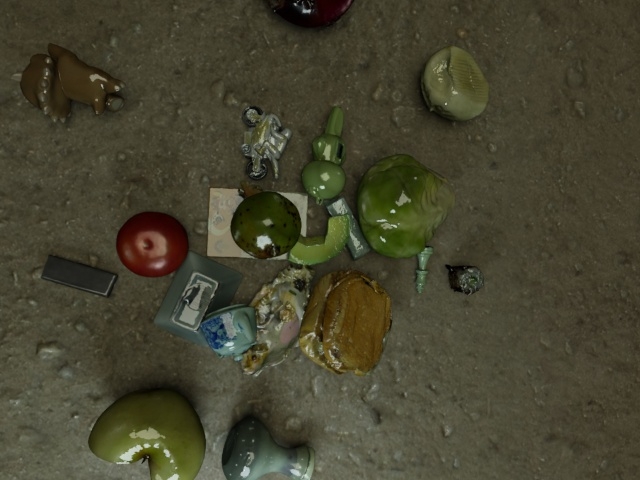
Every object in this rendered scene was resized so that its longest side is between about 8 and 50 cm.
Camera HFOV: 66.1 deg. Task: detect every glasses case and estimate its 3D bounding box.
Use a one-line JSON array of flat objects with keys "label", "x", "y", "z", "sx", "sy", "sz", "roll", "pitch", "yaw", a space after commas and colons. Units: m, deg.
[{"label": "glasses case", "x": -0.677, "y": 0.101, "z": 1.386, "sx": 0.190, "sy": 0.042, "sz": 0.072, "roll": 18, "pitch": 81, "yaw": -8}]

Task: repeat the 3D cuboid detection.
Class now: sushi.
[{"label": "sushi", "x": 0.450, "y": 0.114, "z": 1.529, "sx": 0.094, "sy": 0.084, "sz": 0.098, "roll": -16, "pitch": 96, "yaw": -10}]

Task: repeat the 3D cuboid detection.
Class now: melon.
[{"label": "melon", "x": 0.000, "y": 0.000, "z": 1.433, "sx": 0.209, "sy": 0.064, "sz": 0.118, "roll": -18, "pitch": 101, "yaw": 10}]

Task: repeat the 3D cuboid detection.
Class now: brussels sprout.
[{"label": "brussels sprout", "x": 0.237, "y": -0.109, "z": 1.414, "sx": 0.316, "sy": 0.242, "sz": 0.274, "roll": -43, "pitch": 104, "yaw": -12}]

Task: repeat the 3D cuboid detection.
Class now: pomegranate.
[{"label": "pomegranate", "x": -0.170, "y": -0.061, "z": 1.369, "sx": 0.198, "sy": 0.198, "sz": 0.246, "roll": -43, "pitch": 84, "yaw": -5}]

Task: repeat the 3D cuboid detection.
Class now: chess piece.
[{"label": "chess piece", "x": 0.317, "y": 0.090, "z": 1.526, "sx": 0.059, "sy": 0.059, "sz": 0.149, "roll": 2, "pitch": 96, "yaw": -8}]

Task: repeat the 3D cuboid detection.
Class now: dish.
[{"label": "dish", "x": -0.355, "y": 0.173, "z": 1.416, "sx": 0.182, "sy": 0.080, "sz": 0.243, "roll": 25, "pitch": 86, "yaw": -8}]

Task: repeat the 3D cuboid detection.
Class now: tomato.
[{"label": "tomato", "x": -0.467, "y": 0.011, "z": 1.367, "sx": 0.195, "sy": 0.136, "sz": 0.195, "roll": 0, "pitch": 92, "yaw": -8}]

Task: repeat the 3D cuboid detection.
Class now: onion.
[{"label": "onion", "x": -0.029, "y": -0.762, "z": 1.386, "sx": 0.314, "sy": 0.232, "sz": 0.314, "roll": -1, "pitch": 115, "yaw": -1}]

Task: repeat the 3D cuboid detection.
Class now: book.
[{"label": "book", "x": -0.187, "y": -0.048, "z": 1.467, "sx": 0.295, "sy": 0.020, "sz": 0.208, "roll": 2, "pitch": 90, "yaw": -9}]

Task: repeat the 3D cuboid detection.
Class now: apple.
[{"label": "apple", "x": -0.436, "y": 0.524, "z": 1.320, "sx": 0.233, "sy": 0.258, "sz": 0.295, "roll": -39, "pitch": 99, "yaw": -7}]

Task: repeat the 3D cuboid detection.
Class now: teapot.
[{"label": "teapot", "x": -0.245, "y": 0.264, "z": 1.360, "sx": 0.159, "sy": 0.232, "sz": 0.159, "roll": 16, "pitch": 59, "yaw": -29}, {"label": "teapot", "x": -0.149, "y": 0.623, "z": 1.417, "sx": 0.251, "sy": 0.183, "sz": 0.183, "roll": 23, "pitch": 88, "yaw": -20}]

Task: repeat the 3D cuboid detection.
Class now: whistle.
[{"label": "whistle", "x": 0.010, "y": -0.246, "z": 1.455, "sx": 0.141, "sy": 0.141, "sz": 0.294, "roll": 4, "pitch": 71, "yaw": -8}]

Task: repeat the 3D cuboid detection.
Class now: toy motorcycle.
[{"label": "toy motorcycle", "x": -0.155, "y": -0.288, "z": 1.441, "sx": 0.151, "sy": 0.074, "sz": 0.229, "roll": -5, "pitch": 82, "yaw": -3}]

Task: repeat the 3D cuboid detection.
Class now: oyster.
[{"label": "oyster", "x": -0.119, "y": 0.232, "z": 1.448, "sx": 0.201, "sy": 0.107, "sz": 0.354, "roll": 41, "pitch": 92, "yaw": 25}]

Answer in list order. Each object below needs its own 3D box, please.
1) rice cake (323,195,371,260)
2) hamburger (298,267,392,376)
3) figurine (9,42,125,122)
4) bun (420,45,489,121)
[{"label": "rice cake", "x": 0.083, "y": -0.041, "z": 1.483, "sx": 0.069, "sy": 0.063, "sz": 0.206, "roll": -26, "pitch": 95, "yaw": -1}, {"label": "hamburger", "x": 0.082, "y": 0.234, "z": 1.397, "sx": 0.318, "sy": 0.158, "sz": 0.319, "roll": -7, "pitch": 99, "yaw": -47}, {"label": "figurine", "x": -0.677, "y": -0.396, "z": 1.310, "sx": 0.247, "sy": 0.177, "sz": 0.173, "roll": 33, "pitch": 68, "yaw": -15}, {"label": "bun", "x": 0.396, "y": -0.465, "z": 1.489, "sx": 0.229, "sy": 0.145, "sz": 0.229, "roll": 15, "pitch": 64, "yaw": -33}]
